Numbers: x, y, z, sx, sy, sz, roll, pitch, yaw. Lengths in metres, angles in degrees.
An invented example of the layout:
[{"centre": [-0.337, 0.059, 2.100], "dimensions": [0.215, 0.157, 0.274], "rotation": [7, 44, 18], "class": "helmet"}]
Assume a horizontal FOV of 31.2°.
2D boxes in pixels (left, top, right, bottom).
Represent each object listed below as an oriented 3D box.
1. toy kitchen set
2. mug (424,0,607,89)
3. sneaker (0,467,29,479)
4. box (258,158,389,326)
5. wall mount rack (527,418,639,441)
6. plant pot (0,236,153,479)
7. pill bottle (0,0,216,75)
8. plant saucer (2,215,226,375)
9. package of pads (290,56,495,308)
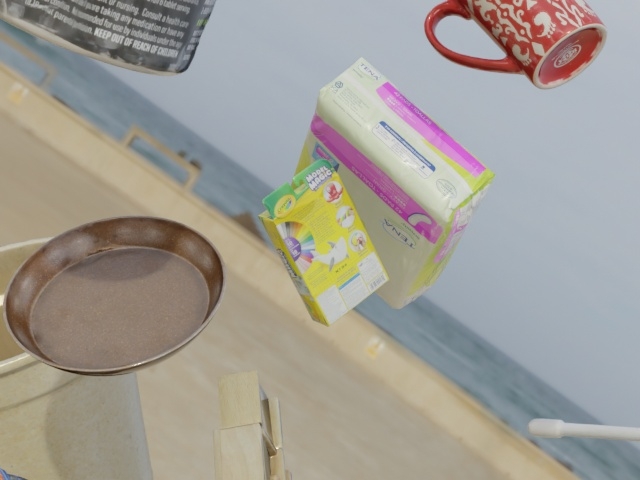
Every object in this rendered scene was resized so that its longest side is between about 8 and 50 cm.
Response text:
[{"centre": [0.003, 0.099, 0.453], "dimensions": [0.068, 0.075, 0.083], "rotation": [70, 11, -56], "class": "toy kitchen set"}, {"centre": [0.204, -0.236, 1.207], "dimensions": [0.113, 0.150, 0.169], "rotation": [-6, 52, -43], "class": "mug"}, {"centre": [-0.198, 0.238, 0.839], "dimensions": [0.087, 0.083, 0.221], "rotation": [17, 19, -42], "class": "sneaker"}, {"centre": [0.000, 0.000, 1.358], "dimensions": [0.043, 0.105, 0.179], "rotation": [17, -43, 56], "class": "box"}, {"centre": [0.269, 0.251, 0.954], "dimensions": [0.304, 0.130, 0.350], "rotation": [38, 37, 23], "class": "wall mount rack"}, {"centre": [-0.346, 0.203, 1.396], "dimensions": [0.334, 0.333, 0.306], "rotation": [36, -36, 59], "class": "plant pot"}, {"centre": [-0.089, -0.223, 0.611], "dimensions": [0.130, 0.246, 0.130], "rotation": [22, 13, -6], "class": "pill bottle"}, {"centre": [-0.154, 0.045, 0.869], "dimensions": [0.168, 0.168, 0.029], "rotation": [36, -36, 36], "class": "plant saucer"}, {"centre": [0.081, -0.059, 1.451], "dimensions": [0.229, 0.101, 0.296], "rotation": [43, -25, 11], "class": "package of pads"}]
